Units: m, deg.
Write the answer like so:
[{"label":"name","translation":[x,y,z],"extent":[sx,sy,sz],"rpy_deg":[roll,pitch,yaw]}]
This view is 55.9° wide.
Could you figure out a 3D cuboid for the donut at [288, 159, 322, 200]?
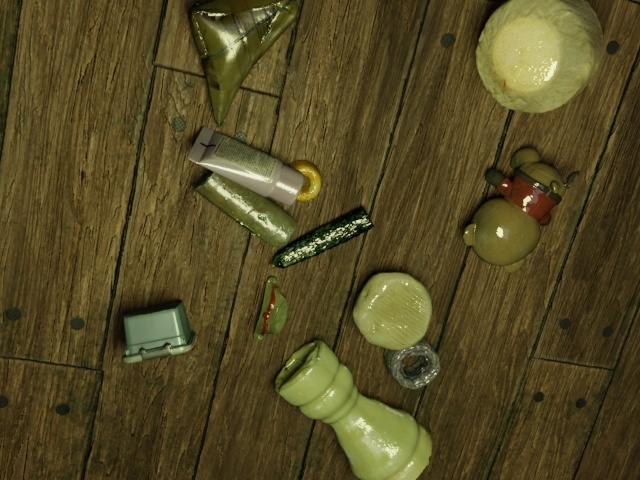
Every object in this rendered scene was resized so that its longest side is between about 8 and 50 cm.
[{"label":"donut","translation":[-0.039,-0.151,1.554],"extent":[0.097,0.043,0.108],"rpy_deg":[-13,112,-6]}]

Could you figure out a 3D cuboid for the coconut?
[{"label":"coconut","translation":[0.527,-0.463,1.463],"extent":[0.328,0.329,0.329],"rpy_deg":[-3,106,-10]}]

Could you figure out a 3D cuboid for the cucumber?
[{"label":"cucumber","translation":[0.000,0.000,1.591],"extent":[0.293,0.067,0.068],"rpy_deg":[-26,108,-1]}]

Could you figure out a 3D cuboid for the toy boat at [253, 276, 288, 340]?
[{"label":"toy boat","translation":[-0.130,0.192,1.616],"extent":[0.089,0.071,0.185],"rpy_deg":[-3,112,-54]}]

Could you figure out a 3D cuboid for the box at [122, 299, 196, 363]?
[{"label":"box","translation":[-0.401,0.229,1.499],"extent":[0.162,0.227,0.130],"rpy_deg":[-10,92,-8]}]

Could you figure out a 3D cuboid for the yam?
[{"label":"yam","translation":[-0.183,-0.086,1.510],"extent":[0.259,0.106,0.106],"rpy_deg":[38,95,-17]}]

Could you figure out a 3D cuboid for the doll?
[{"label":"doll","translation":[0.536,-0.078,1.615],"extent":[0.235,0.174,0.330],"rpy_deg":[31,96,-23]}]

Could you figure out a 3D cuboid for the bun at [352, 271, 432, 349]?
[{"label":"bun","translation":[0.193,0.182,1.640],"extent":[0.231,0.133,0.231],"rpy_deg":[-3,105,-11]}]

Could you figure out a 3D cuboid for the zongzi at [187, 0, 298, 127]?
[{"label":"zongzi","translation":[-0.157,-0.433,1.420],"extent":[0.260,0.123,0.289],"rpy_deg":[-18,118,-8]}]

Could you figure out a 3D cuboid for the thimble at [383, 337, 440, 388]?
[{"label":"thimble","translation":[0.258,0.340,1.716],"extent":[0.150,0.098,0.150],"rpy_deg":[-3,107,-10]}]

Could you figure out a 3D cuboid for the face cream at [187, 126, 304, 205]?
[{"label":"face cream","translation":[-0.177,-0.179,1.459],"extent":[0.273,0.154,0.096],"rpy_deg":[26,130,-12]}]

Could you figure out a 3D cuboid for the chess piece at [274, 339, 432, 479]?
[{"label":"chess piece","translation":[0.086,0.478,1.670],"extent":[0.234,0.234,0.442],"rpy_deg":[-43,103,3]}]
